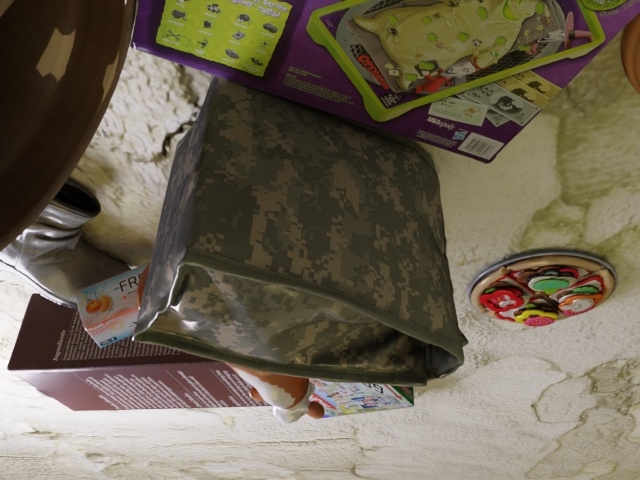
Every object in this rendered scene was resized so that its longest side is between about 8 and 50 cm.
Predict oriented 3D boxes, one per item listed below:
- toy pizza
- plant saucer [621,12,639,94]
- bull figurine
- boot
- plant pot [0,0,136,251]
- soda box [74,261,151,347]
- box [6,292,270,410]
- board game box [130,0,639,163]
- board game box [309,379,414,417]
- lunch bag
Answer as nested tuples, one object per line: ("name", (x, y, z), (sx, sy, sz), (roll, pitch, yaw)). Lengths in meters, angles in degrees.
("toy pizza", (0.309, 0.078, 0.863), (0.201, 0.032, 0.201), (2, 147, 1))
("plant saucer", (0.348, -0.166, 0.486), (0.199, 0.037, 0.200), (2, 146, 1))
("bull figurine", (-0.077, 0.093, 0.751), (0.101, 0.189, 0.310), (-5, 144, 41))
("boot", (-0.311, 0.000, 0.757), (0.246, 0.084, 0.161), (28, 134, -35))
("plant pot", (-0.289, -0.140, 0.416), (0.229, 0.263, 0.263), (28, 142, -7))
("soda box", (-0.213, 0.067, 0.797), (0.183, 0.058, 0.063), (-22, 148, -12))
("box", (-0.245, 0.169, 0.953), (0.381, 0.143, 0.191), (-5, 146, 9))
("board game box", (0.044, -0.182, 0.479), (0.346, 0.056, 0.208), (15, 149, -18))
("board game box", (0.018, 0.249, 1.137), (0.213, 0.046, 0.317), (-15, 143, 24))
("lunch bag", (0.000, 0.000, 0.584), (0.286, 0.235, 0.169), (18, 140, -22))
